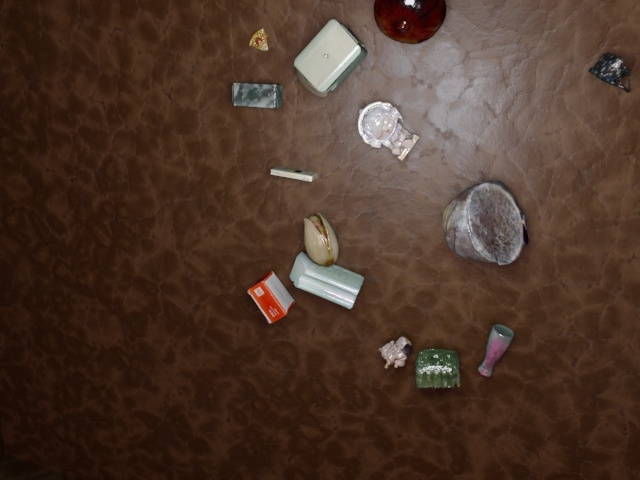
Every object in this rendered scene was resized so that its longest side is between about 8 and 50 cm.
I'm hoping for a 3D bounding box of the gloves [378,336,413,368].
[{"bbox_3d":[0.316,0.464,2.022,0.144,0.094,0.110,-26,125,-1],"label":"gloves"}]

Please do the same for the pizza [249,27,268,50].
[{"bbox_3d":[-0.224,-0.745,1.811,0.078,0.025,0.083,45,111,0],"label":"pizza"}]

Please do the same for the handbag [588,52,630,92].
[{"bbox_3d":[0.944,-0.521,1.550,0.139,0.115,0.072,39,111,-17],"label":"handbag"}]

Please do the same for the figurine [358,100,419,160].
[{"bbox_3d":[0.233,-0.399,1.742,0.236,0.141,0.162,41,107,-1],"label":"figurine"}]

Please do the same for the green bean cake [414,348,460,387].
[{"bbox_3d":[0.470,0.512,1.953,0.181,0.173,0.094,-4,104,16],"label":"green bean cake"}]

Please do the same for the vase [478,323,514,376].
[{"bbox_3d":[0.691,0.444,1.930,0.086,0.086,0.214,17,115,8],"label":"vase"}]

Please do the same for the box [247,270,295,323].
[{"bbox_3d":[-0.208,0.242,2.061,0.099,0.133,0.182,-32,99,22],"label":"box"}]

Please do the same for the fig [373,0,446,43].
[{"bbox_3d":[0.294,-0.764,1.578,0.235,0.235,0.214,46,75,-3],"label":"fig"}]

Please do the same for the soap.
[{"bbox_3d":[0.022,0.156,1.955,0.289,0.173,0.095,21,110,8],"label":"soap"}]

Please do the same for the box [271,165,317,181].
[{"bbox_3d":[-0.102,-0.262,1.898,0.166,0.090,0.024,12,109,11],"label":"box"}]

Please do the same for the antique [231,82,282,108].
[{"bbox_3d":[-0.244,-0.554,1.844,0.182,0.088,0.086,7,108,13],"label":"antique"}]

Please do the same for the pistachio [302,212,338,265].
[{"bbox_3d":[0.000,0.000,1.931,0.143,0.144,0.215,-17,103,18],"label":"pistachio"}]

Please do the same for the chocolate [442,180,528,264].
[{"bbox_3d":[0.552,-0.044,1.719,0.303,0.303,0.213,59,149,-8],"label":"chocolate"}]

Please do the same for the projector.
[{"bbox_3d":[0.031,-0.633,1.702,0.163,0.177,0.242,47,111,-1],"label":"projector"}]
